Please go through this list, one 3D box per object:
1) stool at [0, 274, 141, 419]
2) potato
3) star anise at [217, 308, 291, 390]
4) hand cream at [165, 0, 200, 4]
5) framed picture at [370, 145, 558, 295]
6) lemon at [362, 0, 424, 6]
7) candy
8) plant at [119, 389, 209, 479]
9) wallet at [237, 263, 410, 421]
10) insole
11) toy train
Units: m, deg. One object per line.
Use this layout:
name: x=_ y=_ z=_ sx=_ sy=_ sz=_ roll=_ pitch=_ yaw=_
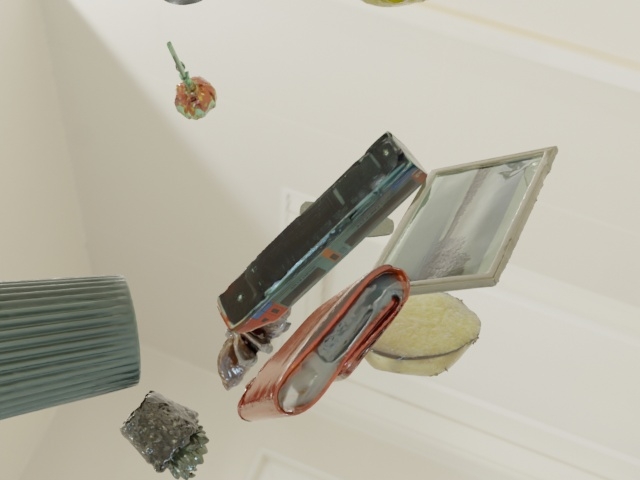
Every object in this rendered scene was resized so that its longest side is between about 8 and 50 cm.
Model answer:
stool: x=-0.566 y=0.217 z=2.026 sx=0.297 sy=0.329 sz=0.297 roll=173 pitch=90 yaw=-71
potato: x=0.175 y=0.198 z=1.951 sx=0.299 sy=0.239 sz=0.116 roll=-12 pitch=-48 yaw=-36
star anise: x=-0.143 y=0.204 z=1.997 sx=0.236 sy=0.093 sz=0.229 roll=-58 pitch=16 yaw=-15
hand cream: x=-0.268 y=-0.537 z=1.593 sx=0.185 sy=0.359 sz=0.118 roll=18 pitch=-54 yaw=-44
framed picture: x=0.192 y=-0.026 z=1.313 sx=0.016 sy=0.213 sz=0.289 roll=58 pitch=-136 yaw=-25
lemon: x=0.095 y=-0.435 z=1.235 sx=0.310 sy=0.257 sz=0.258 roll=-130 pitch=49 yaw=-57
candy: x=-0.258 y=-0.307 z=1.799 sx=0.084 sy=0.078 sz=0.288 roll=-47 pitch=-12 yaw=-6
plant: x=-0.323 y=0.418 z=2.040 sx=0.132 sy=0.194 sz=0.129 roll=-49 pitch=8 yaw=12
wallet: x=-0.003 y=0.094 z=0.793 sx=0.142 sy=0.045 sz=0.204 roll=-47 pitch=1 yaw=-17
insole: x=0.052 y=-0.040 z=1.873 sx=0.010 sy=0.191 sz=0.063 roll=110 pitch=170 yaw=-58
toy train: x=0.000 y=0.000 z=1.548 sx=0.409 sy=0.086 sz=0.089 roll=-44 pitch=-35 yaw=14
